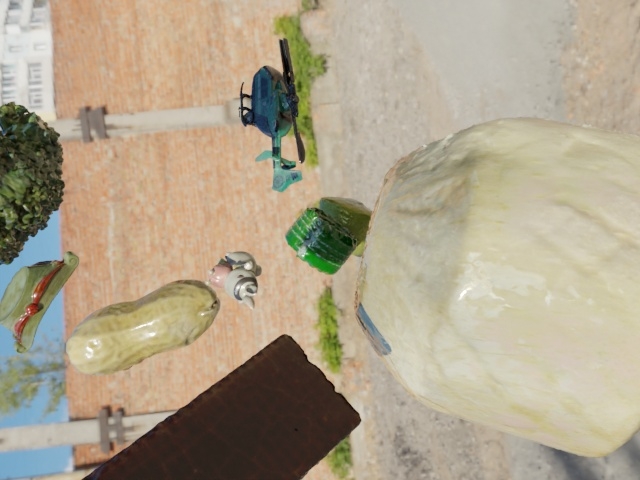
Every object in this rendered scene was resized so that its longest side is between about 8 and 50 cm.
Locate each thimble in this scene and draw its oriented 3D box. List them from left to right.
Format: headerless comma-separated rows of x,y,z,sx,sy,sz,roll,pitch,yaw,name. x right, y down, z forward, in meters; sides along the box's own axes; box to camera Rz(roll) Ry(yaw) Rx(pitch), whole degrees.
0.000,0.000,1.235,0.118,0.090,0.130,45,-169,21,thimble

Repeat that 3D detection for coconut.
0.250,0.046,0.761,0.415,0.415,0.345,-139,61,-82,coconut

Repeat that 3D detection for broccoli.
-0.455,-0.044,0.774,0.288,0.259,0.236,-28,-50,-50,broccoli

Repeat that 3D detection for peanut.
-0.326,0.160,1.236,0.130,0.290,0.130,160,90,-83,peanut

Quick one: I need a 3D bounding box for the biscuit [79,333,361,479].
-0.127,0.207,0.485,0.107,0.388,0.073,48,139,13,biscuit

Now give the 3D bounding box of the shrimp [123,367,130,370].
-0.533,0.294,1.808,0.045,0.095,0.162,-53,2,29,shrimp

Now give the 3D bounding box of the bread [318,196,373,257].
0.047,-0.032,1.377,0.111,0.129,0.114,3,-76,-68,bread

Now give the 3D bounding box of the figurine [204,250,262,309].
-0.159,0.080,1.208,0.146,0.098,0.081,-96,-2,-67,figurine

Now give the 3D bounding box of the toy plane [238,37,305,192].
-0.111,-0.296,1.630,0.106,0.155,0.382,17,-115,-48,toy plane

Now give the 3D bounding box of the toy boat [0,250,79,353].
-0.454,0.093,1.045,0.089,0.071,0.185,33,94,42,toy boat
